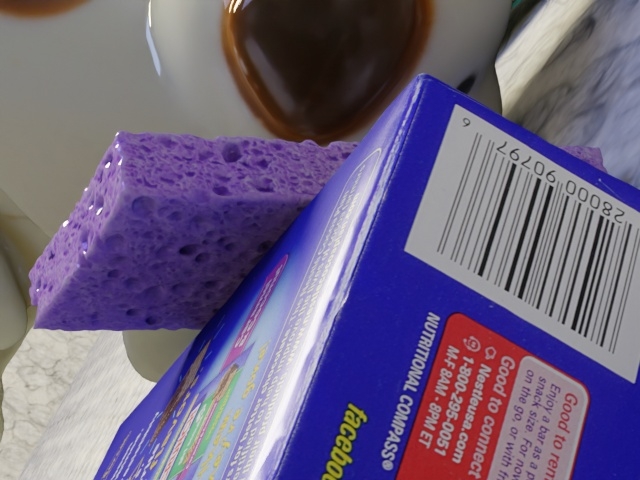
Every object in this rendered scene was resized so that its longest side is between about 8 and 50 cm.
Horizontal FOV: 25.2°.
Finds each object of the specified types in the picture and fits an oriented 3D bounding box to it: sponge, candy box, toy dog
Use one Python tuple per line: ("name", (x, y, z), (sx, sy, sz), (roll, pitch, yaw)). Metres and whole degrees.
("sponge", (0.000, 0.000, 0.575), (0.117, 0.210, 0.031), (-49, 47, 53))
("candy box", (-0.026, 0.140, 0.493), (0.317, 0.122, 0.268), (-45, 18, 53))
("toy dog", (-0.080, -0.095, 0.828), (0.408, 0.395, 0.284), (-15, 18, 28))

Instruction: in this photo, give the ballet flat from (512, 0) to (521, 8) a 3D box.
("ballet flat", (0.095, -0.158, 0.944), (0.213, 0.068, 0.072), (-51, 12, 43))
